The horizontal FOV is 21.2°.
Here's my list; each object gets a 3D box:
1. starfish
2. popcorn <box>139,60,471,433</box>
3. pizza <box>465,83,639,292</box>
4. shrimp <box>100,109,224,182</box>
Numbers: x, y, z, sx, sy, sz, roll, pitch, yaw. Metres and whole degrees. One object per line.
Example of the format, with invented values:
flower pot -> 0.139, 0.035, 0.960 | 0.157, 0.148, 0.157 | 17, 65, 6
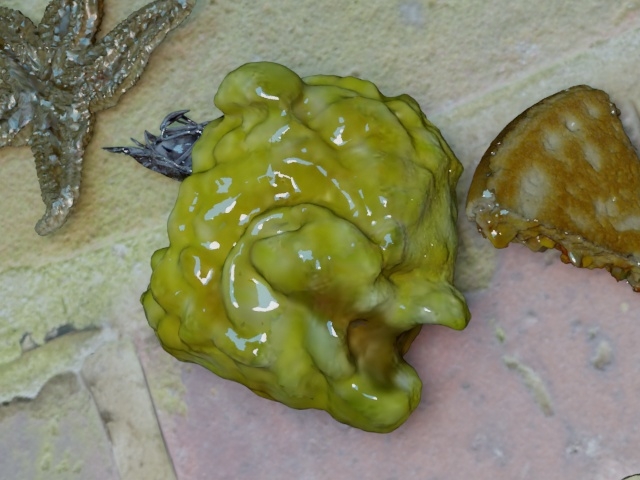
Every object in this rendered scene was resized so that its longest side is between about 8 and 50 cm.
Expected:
starfish -> -0.237, -0.160, 1.499 | 0.302, 0.060, 0.299 | -42, 60, 7
popcorn -> 0.000, 0.000, 1.297 | 0.242, 0.235, 0.250 | 17, 100, -3
pizza -> 0.213, -0.018, 1.313 | 0.199, 0.062, 0.188 | 44, 54, 9
shrimp -> -0.108, -0.079, 1.441 | 0.165, 0.056, 0.065 | 7, 92, 8
